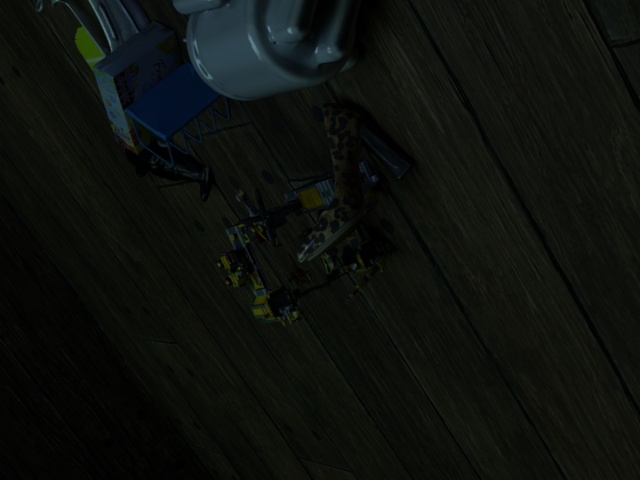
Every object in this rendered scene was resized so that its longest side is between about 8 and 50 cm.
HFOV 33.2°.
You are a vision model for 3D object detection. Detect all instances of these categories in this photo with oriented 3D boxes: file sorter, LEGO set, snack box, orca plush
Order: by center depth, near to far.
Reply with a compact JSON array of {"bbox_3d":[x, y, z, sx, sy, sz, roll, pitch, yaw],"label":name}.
[{"bbox_3d":[0.000,0.000,1.921,0.192,0.331,0.255,-14,94,59],"label":"LEGO set"},{"bbox_3d":[-0.278,-0.250,2.139,0.118,0.170,0.104,36,155,25],"label":"file sorter"},{"bbox_3d":[-0.353,-0.308,2.166,0.070,0.174,0.207,30,147,28],"label":"snack box"},{"bbox_3d":[-0.372,-0.159,2.478,0.287,0.102,0.151,35,151,26],"label":"orca plush"}]

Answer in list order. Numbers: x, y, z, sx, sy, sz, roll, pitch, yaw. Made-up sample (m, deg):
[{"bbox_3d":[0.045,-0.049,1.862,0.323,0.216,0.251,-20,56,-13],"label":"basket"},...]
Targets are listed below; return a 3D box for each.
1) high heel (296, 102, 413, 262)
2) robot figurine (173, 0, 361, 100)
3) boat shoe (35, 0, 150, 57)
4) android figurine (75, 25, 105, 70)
[{"bbox_3d":[0.005,-0.101,1.808,0.186,0.261,0.093,43,169,8],"label":"high heel"},{"bbox_3d":[-0.082,-0.329,1.691,0.300,0.199,0.353,25,166,-31],"label":"robot figurine"},{"bbox_3d":[-0.508,-0.515,2.145,0.367,0.156,0.136,54,153,-12],"label":"boat shoe"},{"bbox_3d":[-0.439,-0.380,2.337,0.248,0.056,0.273,4,130,56],"label":"android figurine"}]
